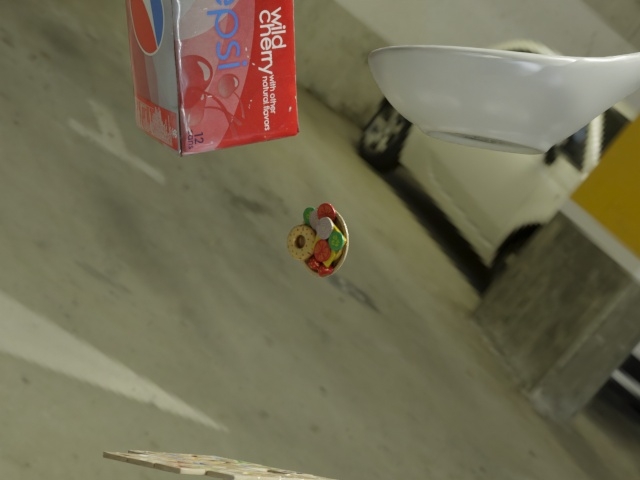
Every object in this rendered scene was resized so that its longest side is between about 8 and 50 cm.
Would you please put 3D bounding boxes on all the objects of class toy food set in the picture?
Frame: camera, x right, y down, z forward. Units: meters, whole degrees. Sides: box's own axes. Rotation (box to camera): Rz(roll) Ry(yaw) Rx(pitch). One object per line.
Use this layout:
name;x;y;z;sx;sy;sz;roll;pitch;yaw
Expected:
toy food set;0.000;0.000;1.339;0.020;0.083;0.083;4;38;-44

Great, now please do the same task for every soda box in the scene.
soda box;-0.074;-0.194;0.762;0.092;0.263;0.083;-13;25;-28

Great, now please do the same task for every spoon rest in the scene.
spoon rest;0.161;-0.084;0.698;0.276;0.084;0.137;12;0;-16

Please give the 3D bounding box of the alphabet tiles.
alphabet tiles;-0.123;0.258;1.354;0.198;0.009;0.237;3;-9;36
